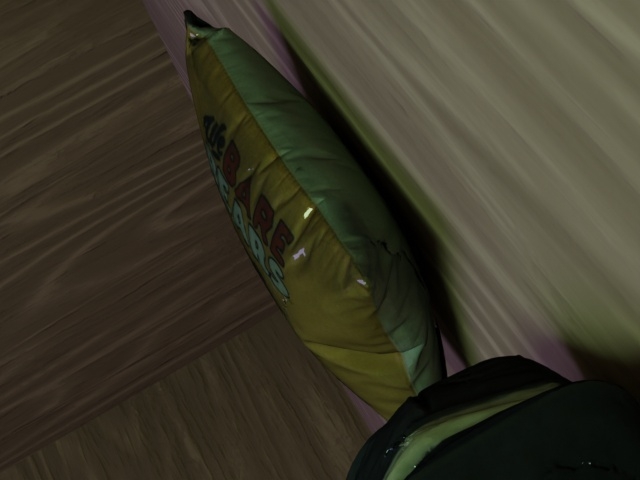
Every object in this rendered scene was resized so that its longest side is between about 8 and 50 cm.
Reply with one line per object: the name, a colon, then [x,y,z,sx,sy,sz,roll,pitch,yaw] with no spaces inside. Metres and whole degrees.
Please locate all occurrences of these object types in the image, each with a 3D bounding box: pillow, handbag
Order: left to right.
pillow: [0.000,0.000,0.894,0.310,0.119,0.312,60,177,36]
handbag: [0.118,0.184,0.514,0.254,0.181,0.181,57,176,0]
